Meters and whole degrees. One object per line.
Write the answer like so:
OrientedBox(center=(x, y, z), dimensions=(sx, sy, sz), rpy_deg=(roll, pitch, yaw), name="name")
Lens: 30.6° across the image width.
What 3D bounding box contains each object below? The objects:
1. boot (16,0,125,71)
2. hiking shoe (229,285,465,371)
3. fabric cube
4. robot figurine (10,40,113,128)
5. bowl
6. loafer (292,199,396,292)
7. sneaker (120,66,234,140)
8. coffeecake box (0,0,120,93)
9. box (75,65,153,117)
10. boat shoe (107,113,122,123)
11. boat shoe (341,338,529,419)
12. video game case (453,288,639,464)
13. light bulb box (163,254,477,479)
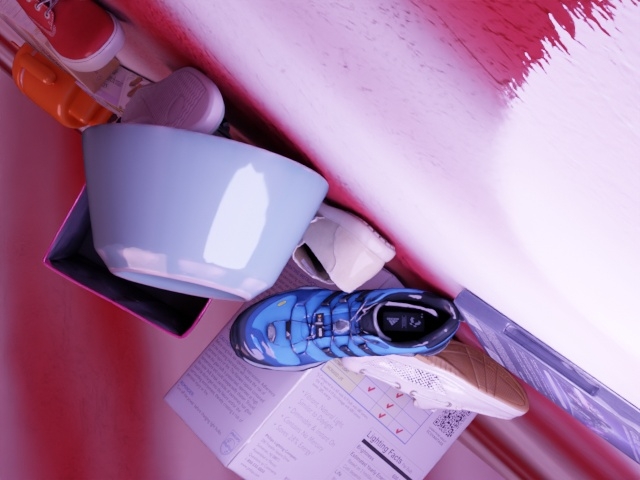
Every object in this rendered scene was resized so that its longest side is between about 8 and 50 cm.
OrientedBox(center=(-0.358, -0.318, 1.490), dimensions=(0.244, 0.088, 0.176), rpy_deg=(39, 173, 44), name="boot")
OrientedBox(center=(0.035, 0.101, 1.508), dimensions=(0.132, 0.304, 0.113), rpy_deg=(123, 141, -74), name="hiking shoe")
OrientedBox(center=(-0.257, -0.016, 1.897), dimensions=(0.259, 0.254, 0.258), rpy_deg=(30, 180, -1), name="fabric cube")
OrientedBox(center=(-0.455, -0.282, 2.066), dimensions=(0.219, 0.158, 0.128), rpy_deg=(37, 133, 23), name="robot figurine")
OrientedBox(center=(-0.157, -0.021, 1.439), dimensions=(0.311, 0.163, 0.311), rpy_deg=(11, 172, 2), name="bowl")
OrientedBox(center=(0.000, 0.000, 1.544), dimensions=(0.102, 0.092, 0.268), rpy_deg=(43, 173, -23), name="loafer")
OrientedBox(center=(-0.141, -0.141, 1.473), dimensions=(0.151, 0.094, 0.256), rpy_deg=(29, 172, -26), name="sneaker")
OrientedBox(center=(-0.424, -0.329, 1.837), dimensions=(0.185, 0.068, 0.142), rpy_deg=(36, 173, 34), name="coffeecake box")
OrientedBox(center=(-0.286, -0.218, 1.825), dimensions=(0.067, 0.063, 0.324), rpy_deg=(45, 172, -38), name="box")
OrientedBox(center=(-0.349, -0.195, 2.195), dimensions=(0.127, 0.158, 0.340), rpy_deg=(-2, -145, -22), name="boat shoe")
OrientedBox(center=(0.160, 0.194, 1.651), dimensions=(0.277, 0.096, 0.098), rpy_deg=(25, -153, -8), name="boat shoe")
OrientedBox(center=(0.288, 0.172, 1.378), dimensions=(0.274, 0.026, 0.196), rpy_deg=(35, 172, 31), name="video game case")
OrientedBox(center=(0.023, 0.236, 1.818), dimensions=(0.358, 0.361, 0.225), rpy_deg=(46, 173, -40), name="light bulb box")
